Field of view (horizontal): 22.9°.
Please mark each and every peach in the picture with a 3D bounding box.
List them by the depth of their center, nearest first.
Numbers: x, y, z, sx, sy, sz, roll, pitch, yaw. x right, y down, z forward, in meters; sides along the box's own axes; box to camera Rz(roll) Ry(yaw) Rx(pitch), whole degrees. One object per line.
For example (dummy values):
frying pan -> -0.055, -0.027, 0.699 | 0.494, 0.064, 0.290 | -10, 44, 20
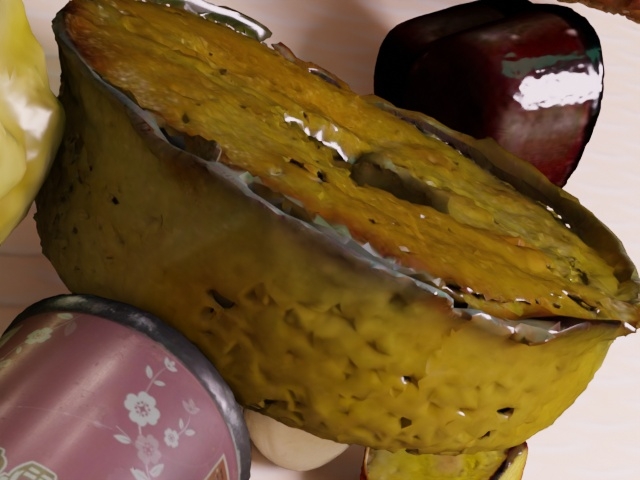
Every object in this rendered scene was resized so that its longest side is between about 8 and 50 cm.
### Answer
peach -> 0.054, 0.112, 0.692 | 0.077, 0.050, 0.083 | -1, 40, -8

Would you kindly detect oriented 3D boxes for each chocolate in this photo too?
chocolate -> 0.075, -0.070, 0.850 | 0.080, 0.125, 0.149 | -3, 18, -28

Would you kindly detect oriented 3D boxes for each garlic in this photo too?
garlic -> -0.005, 0.073, 0.682 | 0.041, 0.053, 0.083 | 53, 22, 19

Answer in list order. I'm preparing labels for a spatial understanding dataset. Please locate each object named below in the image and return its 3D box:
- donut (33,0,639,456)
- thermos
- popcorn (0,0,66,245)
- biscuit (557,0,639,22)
donut -> 0.000, 0.000, 0.664 | 0.272, 0.107, 0.272 | 23, 19, -9
thermos -> -0.150, 0.139, 0.468 | 0.136, 0.109, 0.330 | 48, 40, -8
popcorn -> -0.227, -0.084, 0.552 | 0.286, 0.215, 0.252 | 35, 34, -9
biscuit -> 0.111, -0.166, 0.903 | 0.305, 0.038, 0.305 | 20, 11, -4
